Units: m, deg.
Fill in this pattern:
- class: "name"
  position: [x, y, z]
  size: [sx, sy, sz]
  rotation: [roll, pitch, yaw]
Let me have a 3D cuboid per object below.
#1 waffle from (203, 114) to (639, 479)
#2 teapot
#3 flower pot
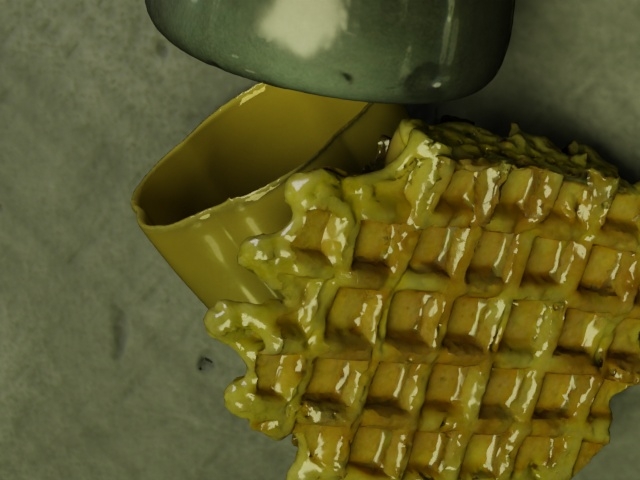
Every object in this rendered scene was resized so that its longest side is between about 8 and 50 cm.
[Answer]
- class: "waffle"
  position: [0.085, 0.047, 1.206]
  size: [0.307, 0.060, 0.312]
  rotation: [-45, 127, -5]
- class: "teapot"
  position: [0.014, -0.256, 1.182]
  size: [0.223, 0.305, 0.285]
  rotation: [5, 111, -19]
- class: "flower pot"
  position: [0.000, 0.000, 1.281]
  size: [0.195, 0.195, 0.179]
  rotation: [-19, 116, 28]
